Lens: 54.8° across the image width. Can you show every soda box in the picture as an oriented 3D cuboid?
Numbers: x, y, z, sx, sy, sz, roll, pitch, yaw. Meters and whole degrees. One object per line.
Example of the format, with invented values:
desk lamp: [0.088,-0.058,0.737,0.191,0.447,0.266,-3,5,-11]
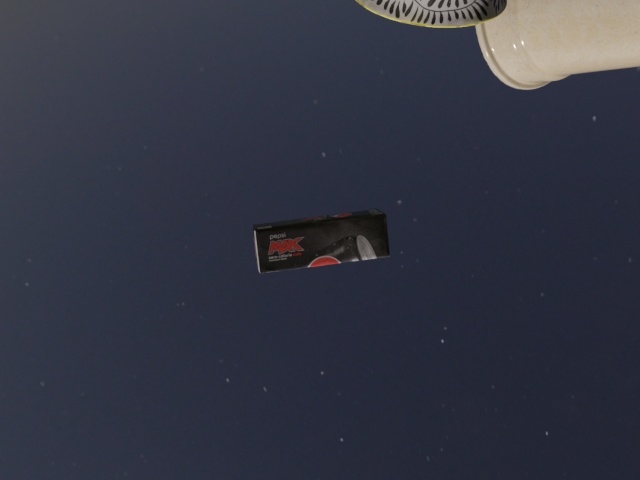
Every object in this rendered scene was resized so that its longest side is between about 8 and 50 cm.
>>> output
soda box: [0.000,0.000,0.790,0.168,0.060,0.053,-7,-170,-7]

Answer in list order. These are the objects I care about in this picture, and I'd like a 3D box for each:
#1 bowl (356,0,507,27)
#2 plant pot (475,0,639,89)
bowl: [0.116,-0.295,0.640,0.170,0.080,0.170,2,-137,-2]
plant pot: [0.479,-0.409,1.009,0.334,0.334,0.305,-37,-147,-23]
